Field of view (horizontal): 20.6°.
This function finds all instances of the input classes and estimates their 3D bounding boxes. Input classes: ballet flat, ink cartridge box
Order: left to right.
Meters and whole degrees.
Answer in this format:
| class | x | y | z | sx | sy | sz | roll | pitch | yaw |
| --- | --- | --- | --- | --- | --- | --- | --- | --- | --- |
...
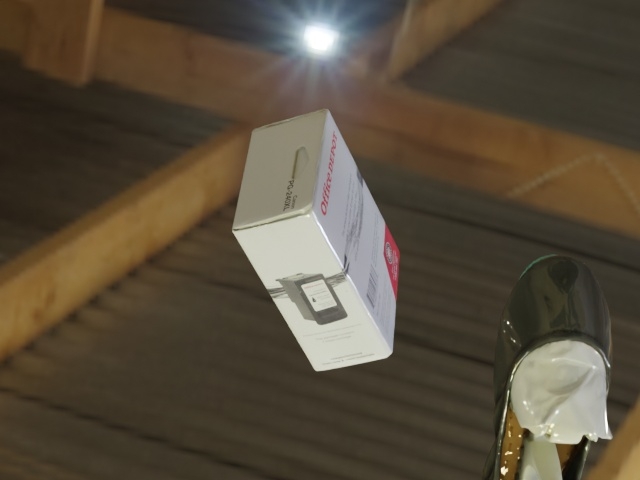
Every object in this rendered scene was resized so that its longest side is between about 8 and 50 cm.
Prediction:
| class | x | y | z | sx | sy | sz | roll | pitch | yaw |
| --- | --- | --- | --- | --- | --- | --- | --- | --- | --- |
| ink cartridge box | 0.000 | 0.000 | 1.243 | 0.063 | 0.150 | 0.109 | -13 | -140 | 19 |
| ballet flat | 0.179 | 0.153 | 1.357 | 0.095 | 0.280 | 0.096 | 1 | -156 | -11 |
